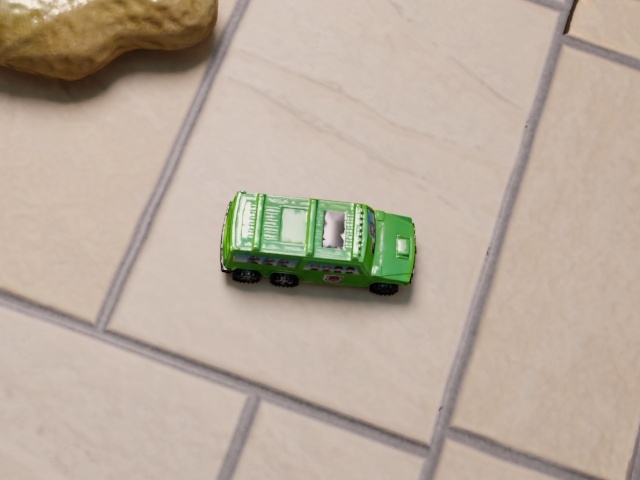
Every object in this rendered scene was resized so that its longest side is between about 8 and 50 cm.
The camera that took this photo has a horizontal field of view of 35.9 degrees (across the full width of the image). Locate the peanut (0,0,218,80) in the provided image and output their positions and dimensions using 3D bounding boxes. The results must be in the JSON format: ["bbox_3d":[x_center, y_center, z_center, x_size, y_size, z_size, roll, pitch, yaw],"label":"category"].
[{"bbox_3d":[-0.199,-0.194,0.851,0.226,0.095,0.108,-11,88,-13],"label":"peanut"}]

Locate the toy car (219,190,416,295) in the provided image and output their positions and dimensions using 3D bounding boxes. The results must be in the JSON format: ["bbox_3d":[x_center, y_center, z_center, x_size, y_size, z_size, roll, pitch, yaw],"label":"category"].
[{"bbox_3d":[0.000,0.000,0.818,0.165,0.062,0.071,6,70,-4],"label":"toy car"}]
